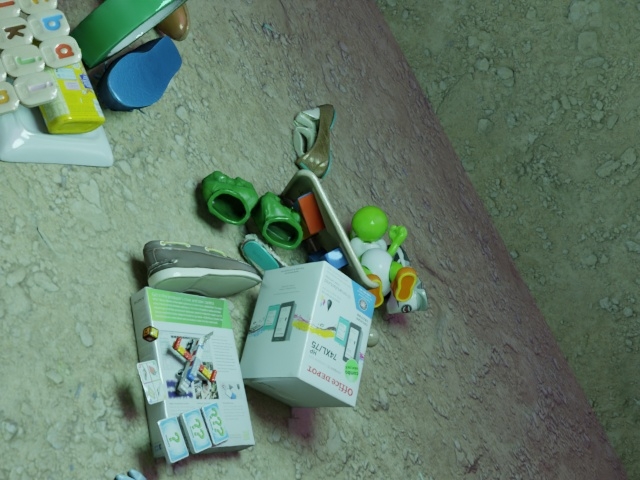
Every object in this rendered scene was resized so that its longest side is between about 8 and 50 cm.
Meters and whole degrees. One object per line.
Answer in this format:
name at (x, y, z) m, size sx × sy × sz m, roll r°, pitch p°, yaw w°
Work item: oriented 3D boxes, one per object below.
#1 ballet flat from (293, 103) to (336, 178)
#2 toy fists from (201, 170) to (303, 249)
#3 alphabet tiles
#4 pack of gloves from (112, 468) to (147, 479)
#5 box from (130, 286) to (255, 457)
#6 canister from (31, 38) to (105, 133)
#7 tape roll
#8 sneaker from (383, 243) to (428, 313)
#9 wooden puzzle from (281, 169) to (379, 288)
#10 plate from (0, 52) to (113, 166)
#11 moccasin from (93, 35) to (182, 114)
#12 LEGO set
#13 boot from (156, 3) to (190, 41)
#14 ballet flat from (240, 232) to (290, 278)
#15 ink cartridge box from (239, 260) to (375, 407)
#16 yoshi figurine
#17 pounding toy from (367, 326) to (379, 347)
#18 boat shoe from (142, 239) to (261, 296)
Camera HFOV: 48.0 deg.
ballet flat at (-0.026, -0.335, 2.258) m, size 0.124 × 0.116 × 0.343 m, roll 25°, pitch 47°, yaw -20°
toy fists at (-0.164, -0.080, 1.754) m, size 0.279 × 0.096 × 0.142 m, roll 25°, pitch 12°, yaw -25°
alphabet tiles at (-0.596, -0.363, 1.301) m, size 0.277 × 0.021 × 0.284 m, roll -24°, pitch 85°, yaw -25°
pack of gloves at (-0.280, 0.507, 1.201) m, size 0.232 × 0.046 × 0.195 m, roll 48°, pitch 33°, yaw -24°
box at (-0.254, 0.261, 1.436) m, size 0.232 × 0.058 × 0.322 m, roll 17°, pitch 53°, yaw -52°
canister at (-0.501, -0.296, 1.394) m, size 0.126 × 0.073 × 0.170 m, roll -15°, pitch 81°, yaw -59°
tape roll at (-0.397, -0.499, 1.562) m, size 0.077 × 0.321 × 0.321 m, roll 53°, pitch 31°, yaw -16°
sneaker at (0.216, 0.116, 2.240) m, size 0.331 × 0.146 × 0.123 m, roll -111°, pitch -172°, yaw -62°
wooden puzzle at (0.000, 0.000, 1.893) m, size 0.348 × 0.080 × 0.322 m, roll 59°, pitch -13°, yaw 0°
plate at (-0.547, -0.283, 1.431) m, size 0.278 × 0.045 × 0.278 m, roll -4°, pitch 69°, yaw -59°
moccasin at (-0.419, -0.361, 1.634) m, size 0.138 × 0.116 × 0.342 m, roll 66°, pitch 22°, yaw -19°
LEGO set at (-0.246, 0.267, 1.331) m, size 0.182 × 0.060 × 0.244 m, roll 0°, pitch 66°, yaw -61°
boot at (-0.459, -0.618, 1.776) m, size 0.284 × 0.109 × 0.220 m, roll 61°, pitch 28°, yaw 2°
ballet flat at (-0.107, 0.075, 1.793) m, size 0.241 × 0.091 × 0.077 m, roll 56°, pitch 16°, yaw -15°
ink cartridge box at (-0.028, 0.219, 1.617) m, size 0.198 × 0.197 × 0.270 m, roll 35°, pitch 56°, yaw -39°
yoshi figurine at (0.156, 0.022, 2.102) m, size 0.203 × 0.203 × 0.362 m, roll 35°, pitch 18°, yaw -27°
pounding toy at (0.024, 0.202, 1.845) m, size 0.110 × 0.182 × 0.237 m, roll -49°, pitch 114°, yaw -32°
boat shoe at (-0.249, 0.060, 1.552) m, size 0.324 × 0.116 × 0.097 m, roll 8°, pitch 54°, yaw -55°
